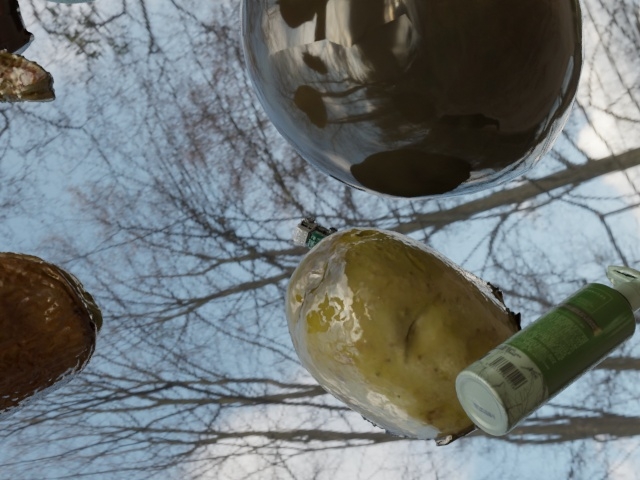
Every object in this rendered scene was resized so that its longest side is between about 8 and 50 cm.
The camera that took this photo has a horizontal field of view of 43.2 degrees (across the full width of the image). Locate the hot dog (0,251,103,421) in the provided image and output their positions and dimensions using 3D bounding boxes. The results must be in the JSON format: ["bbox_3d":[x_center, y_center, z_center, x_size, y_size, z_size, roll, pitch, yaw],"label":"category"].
[{"bbox_3d":[-0.382,0.120,0.891,0.272,0.122,0.196,-31,-70,-23],"label":"hot dog"}]

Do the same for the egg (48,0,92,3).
[{"bbox_3d":[-0.224,-0.320,0.744,0.169,0.169,0.231,40,-131,-29],"label":"egg"}]

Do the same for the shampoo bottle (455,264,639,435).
[{"bbox_3d":[0.205,0.083,0.677,0.204,0.065,0.065,-29,-84,-24],"label":"shampoo bottle"}]

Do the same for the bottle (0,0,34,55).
[{"bbox_3d":[-0.283,-0.216,0.629,0.060,0.060,0.164,-44,-63,-46],"label":"bottle"}]

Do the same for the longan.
[{"bbox_3d":[0.091,-0.216,0.882,0.404,0.404,0.336,36,-92,-31],"label":"longan"}]

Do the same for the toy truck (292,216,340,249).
[{"bbox_3d":[0.000,0.000,1.165,0.083,0.039,0.044,26,-150,15],"label":"toy truck"}]

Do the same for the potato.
[{"bbox_3d":[0.068,0.088,0.901,0.242,0.285,0.242,-8,-69,-21],"label":"potato"}]

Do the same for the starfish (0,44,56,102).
[{"bbox_3d":[-0.233,-0.100,0.435,0.074,0.190,0.146,-68,-24,-80],"label":"starfish"}]
